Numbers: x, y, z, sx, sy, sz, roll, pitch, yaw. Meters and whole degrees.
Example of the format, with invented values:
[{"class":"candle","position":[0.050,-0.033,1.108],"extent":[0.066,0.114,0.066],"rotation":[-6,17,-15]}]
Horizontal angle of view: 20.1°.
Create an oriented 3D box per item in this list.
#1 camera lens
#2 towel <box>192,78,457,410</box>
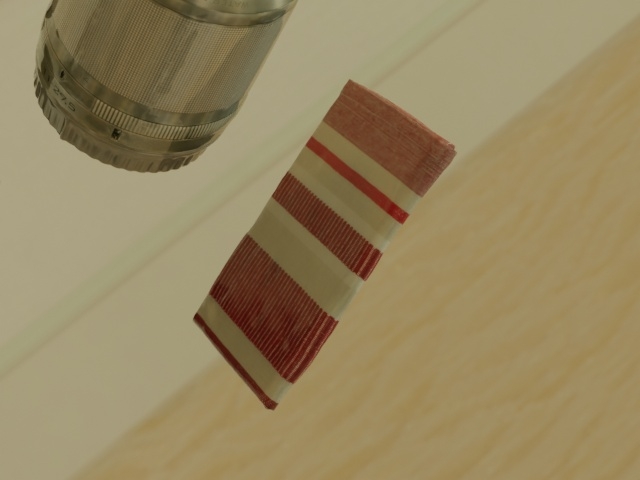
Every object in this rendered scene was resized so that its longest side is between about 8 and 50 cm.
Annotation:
[{"class":"camera lens","position":[-0.150,-0.228,1.781],"extent":[0.219,0.219,0.274],"rotation":[46,-45,15]},{"class":"towel","position":[0.000,0.000,1.923],"extent":[0.037,0.329,0.237],"rotation":[31,6,-30]}]
